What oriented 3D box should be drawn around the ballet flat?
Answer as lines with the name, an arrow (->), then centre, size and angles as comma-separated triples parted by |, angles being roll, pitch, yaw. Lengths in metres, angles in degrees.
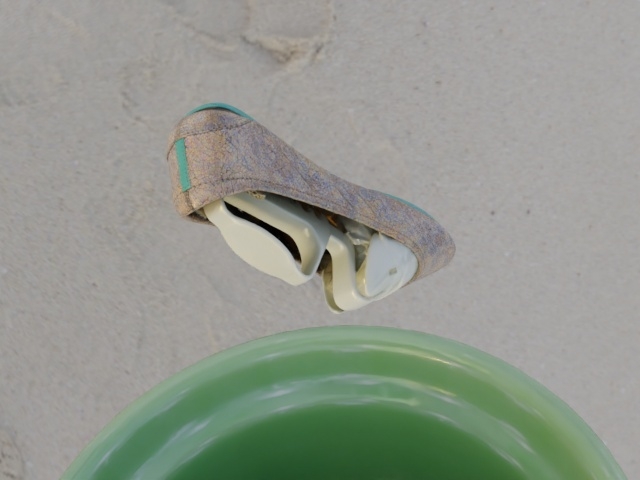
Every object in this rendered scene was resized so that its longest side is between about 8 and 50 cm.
ballet flat -> 0.000, 0.000, 0.774 | 0.316, 0.107, 0.106 | 24, 47, -35

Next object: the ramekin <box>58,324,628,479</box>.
ramekin -> 0.010, 0.203, 0.470 | 0.303, 0.303, 0.148 | -30, 135, -21
